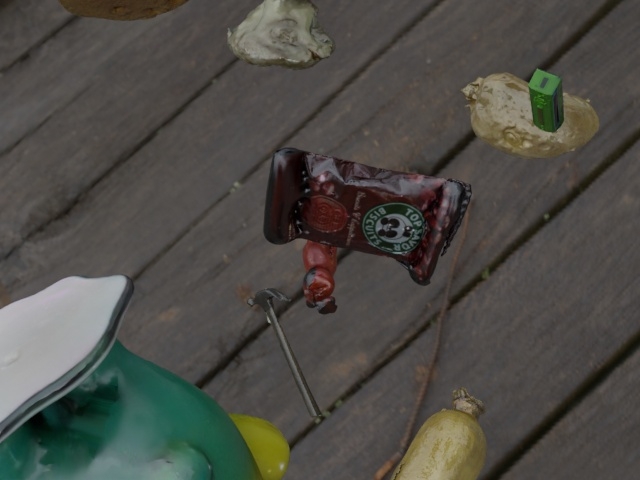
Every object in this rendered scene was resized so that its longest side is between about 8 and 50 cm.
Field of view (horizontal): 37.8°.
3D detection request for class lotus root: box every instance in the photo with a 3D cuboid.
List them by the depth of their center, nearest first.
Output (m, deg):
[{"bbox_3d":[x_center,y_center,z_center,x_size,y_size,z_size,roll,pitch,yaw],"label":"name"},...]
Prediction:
[{"bbox_3d":[0.219,0.417,1.710,0.131,0.146,0.303,27,66,22],"label":"lotus root"}]

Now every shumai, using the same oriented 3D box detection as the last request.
[{"bbox_3d":[-0.063,-0.378,1.633,0.201,0.120,0.201,2,28,-1],"label":"shumai"}]

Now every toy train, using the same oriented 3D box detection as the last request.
[{"bbox_3d":[0.378,-0.221,1.567,0.044,0.209,0.042,28,84,21],"label":"toy train"}]

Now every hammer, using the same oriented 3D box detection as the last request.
[{"bbox_3d":[-0.068,0.242,2.001,0.125,0.027,0.297,-27,83,46],"label":"hammer"}]

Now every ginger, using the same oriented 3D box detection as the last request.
[{"bbox_3d":[0.391,-0.231,1.776,0.267,0.138,0.152,17,37,3],"label":"ginger"}]

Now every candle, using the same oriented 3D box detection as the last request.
[{"bbox_3d":[0.000,0.000,1.362,0.048,0.051,0.329,-5,28,3],"label":"candle"}]

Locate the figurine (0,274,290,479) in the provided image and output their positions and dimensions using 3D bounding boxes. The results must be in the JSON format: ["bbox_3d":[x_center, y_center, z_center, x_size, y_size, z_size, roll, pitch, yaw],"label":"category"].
[{"bbox_3d":[-0.146,0.215,0.722,0.231,0.340,0.323,-4,36,38],"label":"figurine"}]

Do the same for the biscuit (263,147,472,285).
[{"bbox_3d":[0.049,-0.032,1.122,0.235,0.151,0.063,14,44,-1],"label":"biscuit"}]

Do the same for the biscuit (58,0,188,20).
[{"bbox_3d":[-0.200,-0.377,1.162,0.287,0.344,0.057,-10,80,-20],"label":"biscuit"}]
